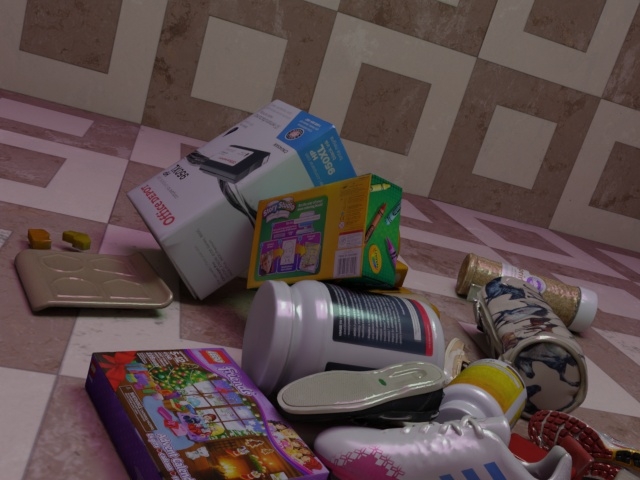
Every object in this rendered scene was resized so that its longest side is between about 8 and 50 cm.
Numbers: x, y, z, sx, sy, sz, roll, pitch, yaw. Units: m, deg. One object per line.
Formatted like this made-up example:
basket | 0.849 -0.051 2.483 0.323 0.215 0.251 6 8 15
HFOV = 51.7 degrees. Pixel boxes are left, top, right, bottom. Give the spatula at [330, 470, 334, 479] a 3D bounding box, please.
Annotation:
spatula | 0.111 0.357 0.773 0.242 0.019 0.168 20 10 7

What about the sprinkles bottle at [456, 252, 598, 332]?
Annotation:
sprinkles bottle | 0.551 0.141 1.781 0.355 0.121 0.121 17 16 2

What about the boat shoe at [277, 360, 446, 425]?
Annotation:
boat shoe | 0.057 0.220 0.888 0.233 0.079 0.084 -3 25 -16

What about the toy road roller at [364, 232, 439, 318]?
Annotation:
toy road roller | 0.094 0.061 1.343 0.202 0.240 0.329 3 21 -41

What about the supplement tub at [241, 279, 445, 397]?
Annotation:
supplement tub | 0.033 0.166 1.012 0.272 0.191 0.191 12 16 -19

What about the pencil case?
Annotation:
pencil case | 0.410 0.203 1.347 0.183 0.160 0.410 8 15 4

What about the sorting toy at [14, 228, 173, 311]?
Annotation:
sorting toy | -0.425 0.055 1.199 0.229 0.041 0.307 1 22 -34

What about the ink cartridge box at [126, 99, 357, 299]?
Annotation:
ink cartridge box | -0.161 -0.097 1.344 0.395 0.166 0.285 -35 33 -12

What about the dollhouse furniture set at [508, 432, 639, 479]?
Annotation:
dollhouse furniture set | 0.441 0.348 0.892 0.374 0.152 0.201 28 19 33

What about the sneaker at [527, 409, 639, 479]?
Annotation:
sneaker | 0.441 0.348 1.061 0.225 0.088 0.093 26 -3 27

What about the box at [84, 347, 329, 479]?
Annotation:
box | -0.153 0.233 0.832 0.201 0.057 0.293 5 19 -38

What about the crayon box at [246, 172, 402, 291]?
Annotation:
crayon box | 0.000 0.000 1.102 0.081 0.165 0.278 21 -21 -41

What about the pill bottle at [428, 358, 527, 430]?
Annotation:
pill bottle | 0.243 0.266 1.030 0.117 0.117 0.215 25 17 25

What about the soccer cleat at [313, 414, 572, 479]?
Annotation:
soccer cleat | 0.160 0.273 0.850 0.331 0.143 0.116 19 4 -2

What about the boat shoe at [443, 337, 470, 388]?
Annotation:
boat shoe | 0.252 0.239 1.246 0.059 0.063 0.170 25 26 16
